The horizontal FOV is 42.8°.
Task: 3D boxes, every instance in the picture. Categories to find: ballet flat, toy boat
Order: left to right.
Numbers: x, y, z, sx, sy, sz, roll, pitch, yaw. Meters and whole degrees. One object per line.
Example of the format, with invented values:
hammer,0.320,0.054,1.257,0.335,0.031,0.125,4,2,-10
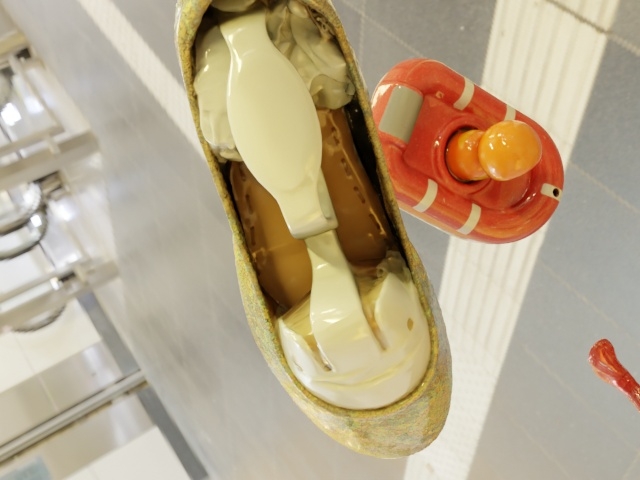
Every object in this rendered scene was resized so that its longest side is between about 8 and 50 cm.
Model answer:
ballet flat,0.000,0.000,0.476,0.123,0.123,0.349,10,122,60
toy boat,0.159,-0.085,0.811,0.231,0.151,0.151,24,172,-28

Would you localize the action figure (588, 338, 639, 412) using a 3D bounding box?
action figure,0.255,0.124,0.437,0.280,0.091,0.139,57,178,45
